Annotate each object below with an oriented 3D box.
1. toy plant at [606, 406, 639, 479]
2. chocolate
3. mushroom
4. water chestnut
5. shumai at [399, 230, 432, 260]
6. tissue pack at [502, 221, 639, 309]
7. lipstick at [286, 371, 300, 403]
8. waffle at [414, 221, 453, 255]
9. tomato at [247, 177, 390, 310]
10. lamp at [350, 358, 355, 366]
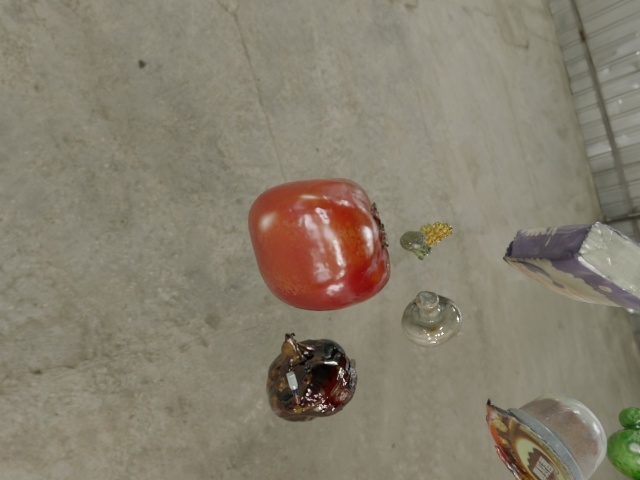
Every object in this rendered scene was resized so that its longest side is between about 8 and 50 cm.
[{"bbox_3d":[0.775,0.499,1.005,0.224,0.315,0.185,-49,141,-29],"label":"toy plant"},{"bbox_3d":[0.406,0.342,0.841,0.147,0.221,0.221,-33,104,-22],"label":"chocolate"},{"bbox_3d":[0.429,0.290,1.897,0.243,0.243,0.244,15,68,-42],"label":"mushroom"},{"bbox_3d":[-0.053,0.477,1.719,0.335,0.335,0.347,-54,128,-39],"label":"water chestnut"},{"bbox_3d":[0.267,0.020,1.352,0.082,0.083,0.081,-20,114,-11],"label":"shumai"},{"bbox_3d":[0.646,0.062,1.198,0.242,0.343,0.125,30,84,-4],"label":"tissue pack"},{"bbox_3d":[-0.082,0.468,1.509,0.025,0.025,0.107,-15,100,-10],"label":"lipstick"},{"bbox_3d":[0.518,-0.010,2.206,0.191,0.046,0.161,-6,117,-11],"label":"waffle"},{"bbox_3d":[0.000,0.000,1.054,0.325,0.289,0.293,-75,150,-73],"label":"tomato"},{"bbox_3d":[0.032,0.493,1.945,0.121,0.214,0.121,6,90,-72],"label":"lamp"}]
